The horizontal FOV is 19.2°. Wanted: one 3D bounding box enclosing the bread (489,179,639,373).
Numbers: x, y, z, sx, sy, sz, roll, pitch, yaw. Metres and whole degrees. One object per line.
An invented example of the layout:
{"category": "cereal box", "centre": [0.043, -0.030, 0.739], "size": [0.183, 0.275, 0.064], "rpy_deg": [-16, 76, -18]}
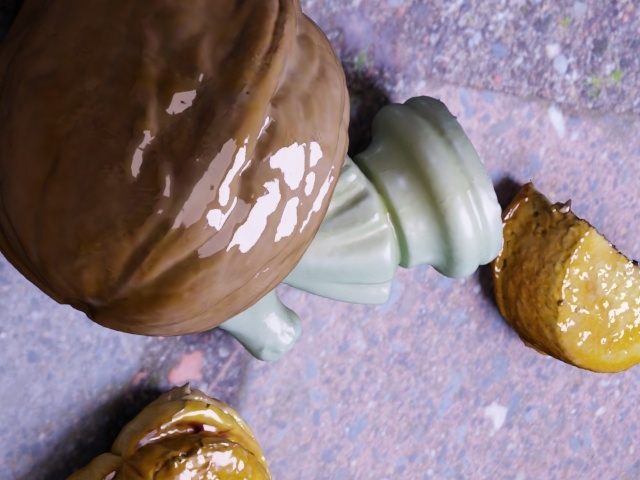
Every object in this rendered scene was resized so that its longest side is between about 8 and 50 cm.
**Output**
{"category": "bread", "centre": [0.255, 0.052, 1.879], "size": [0.229, 0.143, 0.139], "rpy_deg": [37, 84, -38]}

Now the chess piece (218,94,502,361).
{"category": "chess piece", "centre": [0.000, 0.000, 1.680], "size": [0.298, 0.176, 0.176], "rpy_deg": [-24, 123, -12]}

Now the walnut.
{"category": "walnut", "centre": [-0.120, -0.085, 1.463], "size": [0.313, 0.277, 0.252], "rpy_deg": [-62, 168, -8]}

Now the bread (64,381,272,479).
{"category": "bread", "centre": [-0.139, 0.253, 1.683], "size": [0.236, 0.120, 0.198], "rpy_deg": [-45, 131, -14]}
